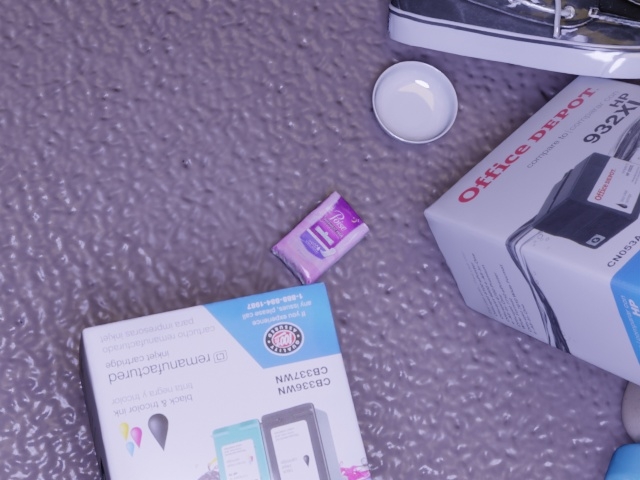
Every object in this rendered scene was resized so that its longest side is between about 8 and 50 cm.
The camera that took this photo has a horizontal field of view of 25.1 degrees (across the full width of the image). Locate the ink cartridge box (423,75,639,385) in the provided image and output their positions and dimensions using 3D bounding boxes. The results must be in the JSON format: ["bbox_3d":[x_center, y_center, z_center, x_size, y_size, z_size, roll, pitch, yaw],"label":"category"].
[{"bbox_3d":[0.275,-0.010,1.220,0.223,0.307,0.129,-40,123,-18],"label":"ink cartridge box"}]

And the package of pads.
[{"bbox_3d":[0.000,0.000,1.319,0.083,0.032,0.050,-42,88,-18],"label":"package of pads"}]

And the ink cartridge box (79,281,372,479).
[{"bbox_3d":[-0.072,0.200,1.162,0.198,0.197,0.270,-11,77,-13],"label":"ink cartridge box"}]

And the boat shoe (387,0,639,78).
[{"bbox_3d":[0.217,-0.223,1.341,0.306,0.113,0.105,11,115,15],"label":"boat shoe"}]

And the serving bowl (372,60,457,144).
[{"bbox_3d":[0.088,-0.128,1.374,0.083,0.027,0.083,3,75,-9],"label":"serving bowl"}]

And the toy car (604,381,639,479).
[{"bbox_3d":[0.410,0.167,1.269,0.238,0.210,0.219,33,59,-13],"label":"toy car"}]
